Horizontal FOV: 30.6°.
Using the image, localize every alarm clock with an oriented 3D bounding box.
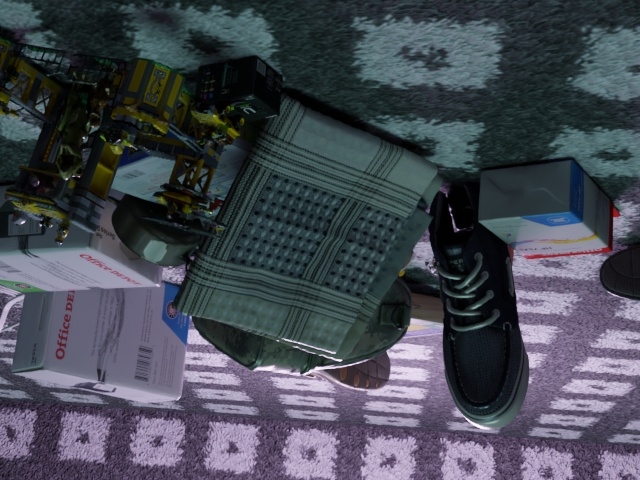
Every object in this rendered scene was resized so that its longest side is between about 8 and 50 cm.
[{"bbox_3d":[-0.223,-0.011,1.700,0.064,0.192,0.129,-49,160,28],"label":"alarm clock"}]

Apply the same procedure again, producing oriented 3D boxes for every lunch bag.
[{"bbox_3d":[-0.031,0.080,1.788,0.256,0.212,0.305,9,-176,-27],"label":"lunch bag"}]

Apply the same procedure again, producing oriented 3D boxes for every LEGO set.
[{"bbox_3d":[-0.269,-0.092,1.333,0.331,0.192,0.255,14,169,17],"label":"LEGO set"},{"bbox_3d":[0.205,0.047,2.009,0.054,0.023,0.083,-1,161,19],"label":"LEGO set"}]

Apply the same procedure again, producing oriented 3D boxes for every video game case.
[{"bbox_3d":[-0.136,-0.099,1.584,0.244,0.061,0.269,21,156,-41],"label":"video game case"}]

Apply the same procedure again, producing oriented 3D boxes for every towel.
[{"bbox_3d":[0.000,0.000,1.521,0.324,0.312,0.056,20,-169,-43],"label":"towel"}]

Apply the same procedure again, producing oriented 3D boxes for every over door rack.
[{"bbox_3d":[-0.721,0.169,2.499,0.324,0.108,0.239,-9,157,37],"label":"over door rack"}]

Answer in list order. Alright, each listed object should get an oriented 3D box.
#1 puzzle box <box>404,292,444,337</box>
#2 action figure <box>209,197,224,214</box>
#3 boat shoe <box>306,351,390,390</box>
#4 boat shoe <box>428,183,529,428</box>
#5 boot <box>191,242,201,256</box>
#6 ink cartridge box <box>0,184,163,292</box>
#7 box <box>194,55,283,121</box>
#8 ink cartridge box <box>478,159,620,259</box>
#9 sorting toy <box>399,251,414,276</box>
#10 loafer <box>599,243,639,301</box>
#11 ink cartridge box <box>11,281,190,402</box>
[{"bbox_3d":[0.068,0.136,2.202,0.272,0.052,0.409,-11,163,40],"label":"puzzle box"},{"bbox_3d":[-0.097,-0.035,1.634,0.115,0.030,0.038,9,157,-21],"label":"action figure"},{"bbox_3d":[-0.009,0.231,2.514,0.355,0.132,0.130,24,165,-27],"label":"boat shoe"},{"bbox_3d":[0.207,0.083,1.641,0.127,0.340,0.158,-15,145,22],"label":"boat shoe"},{"bbox_3d":[-0.198,0.016,1.987,0.099,0.045,0.121,-5,153,22],"label":"boot"},{"bbox_3d":[-0.417,-0.003,1.858,0.289,0.121,0.211,-3,161,24],"label":"ink cartridge box"},{"bbox_3d":[-0.095,-0.173,1.359,0.083,0.052,0.062,-7,158,29],"label":"box"},{"bbox_3d":[0.327,-0.033,1.642,0.134,0.078,0.231,-6,160,31],"label":"ink cartridge box"},{"bbox_3d":[0.115,0.036,1.990,0.083,0.045,0.075,5,-179,1],"label":"sorting toy"},{"bbox_3d":[0.570,0.048,1.813,0.267,0.096,0.084,-12,162,37],"label":"loafer"},{"bbox_3d":[-0.414,0.174,2.242,0.307,0.223,0.129,20,158,-39],"label":"ink cartridge box"}]
